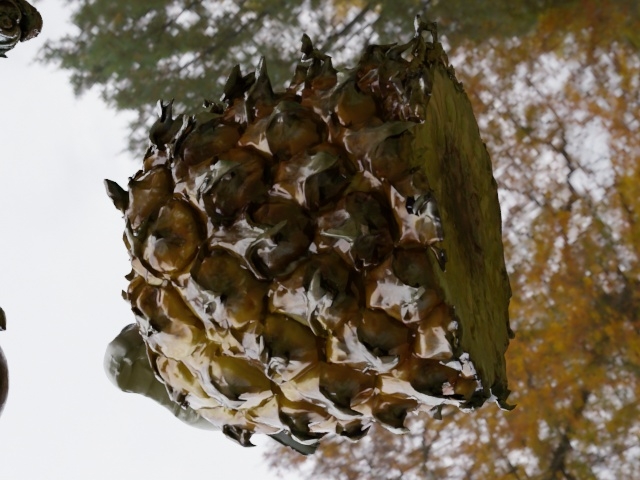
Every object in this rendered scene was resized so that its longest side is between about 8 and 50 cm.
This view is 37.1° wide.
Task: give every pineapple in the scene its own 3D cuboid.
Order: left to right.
[{"bbox_3d":[-0.001,0.001,0.812,0.352,0.300,0.353,-7,-90,-76],"label":"pineapple"}]

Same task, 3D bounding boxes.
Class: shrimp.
[{"bbox_3d":[-0.421,-0.279,1.224,0.079,0.090,0.233,5,-167,0],"label":"shrimp"}]

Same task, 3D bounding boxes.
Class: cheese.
[{"bbox_3d":[-0.130,0.192,1.189,0.286,0.082,0.163,25,-175,14],"label":"cheese"}]

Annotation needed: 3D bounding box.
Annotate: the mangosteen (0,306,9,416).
[{"bbox_3d":[-0.485,0.147,1.157,0.228,0.266,0.228,18,-173,-2],"label":"mangosteen"}]
